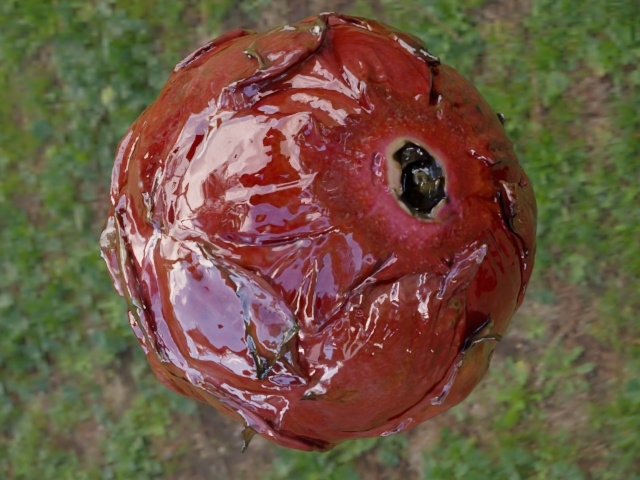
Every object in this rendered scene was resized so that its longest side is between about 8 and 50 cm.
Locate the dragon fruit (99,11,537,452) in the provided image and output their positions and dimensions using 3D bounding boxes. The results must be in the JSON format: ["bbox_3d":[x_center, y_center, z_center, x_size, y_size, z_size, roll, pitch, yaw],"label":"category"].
[{"bbox_3d":[-0.004,-0.004,0.815,0.241,0.241,0.252,57,134,18],"label":"dragon fruit"}]
